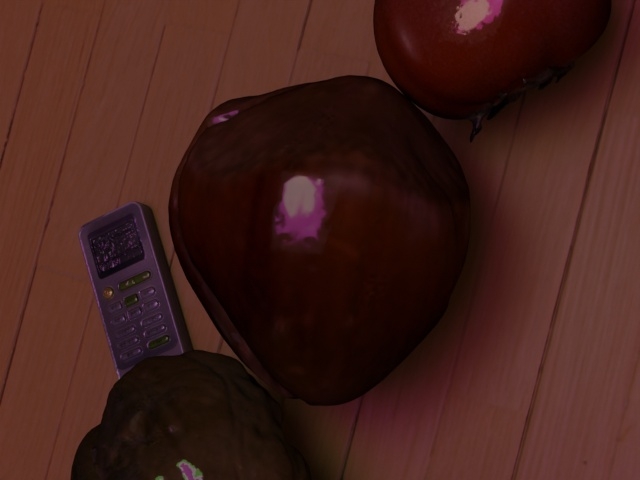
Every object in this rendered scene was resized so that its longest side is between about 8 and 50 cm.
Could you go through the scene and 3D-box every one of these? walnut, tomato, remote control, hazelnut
[{"bbox_3d":[-0.147,0.280,1.650,0.253,0.282,0.277,-20,39,-19],"label":"walnut"},{"bbox_3d":[0.180,-0.246,1.588,0.256,0.256,0.224,-32,86,18],"label":"tomato"},{"bbox_3d":[-0.228,0.080,1.847,0.103,0.034,0.250,-23,73,20],"label":"remote control"},{"bbox_3d":[0.000,0.000,1.600,0.315,0.372,0.372,0,80,-18],"label":"hazelnut"}]
